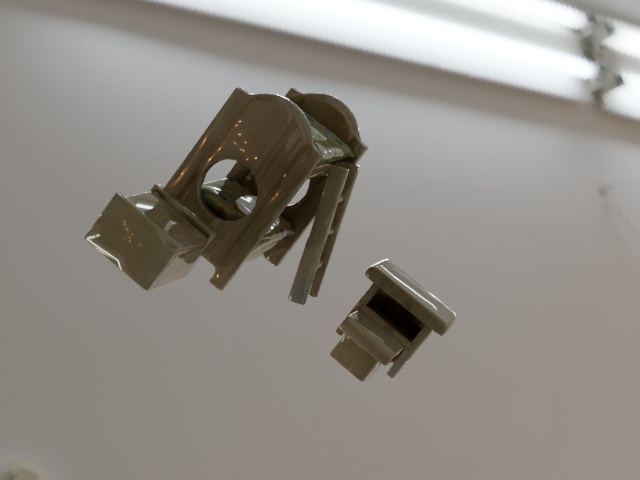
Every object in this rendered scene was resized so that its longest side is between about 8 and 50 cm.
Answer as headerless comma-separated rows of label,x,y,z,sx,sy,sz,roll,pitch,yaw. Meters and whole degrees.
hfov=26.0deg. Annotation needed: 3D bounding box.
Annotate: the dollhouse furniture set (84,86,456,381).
dollhouse furniture set,0.000,0.000,0.725,0.161,0.101,0.182,39,-166,7
